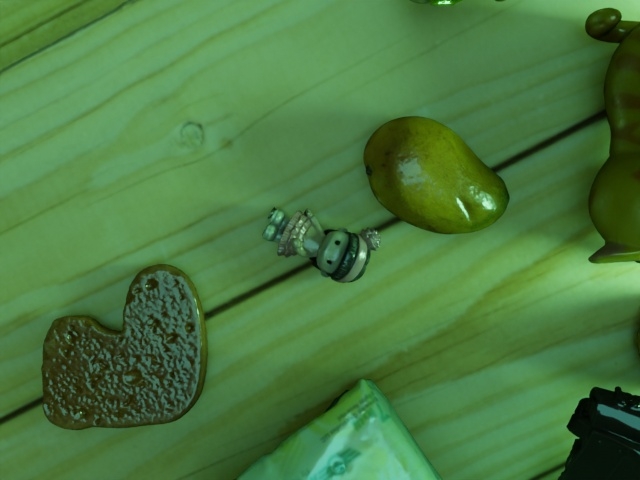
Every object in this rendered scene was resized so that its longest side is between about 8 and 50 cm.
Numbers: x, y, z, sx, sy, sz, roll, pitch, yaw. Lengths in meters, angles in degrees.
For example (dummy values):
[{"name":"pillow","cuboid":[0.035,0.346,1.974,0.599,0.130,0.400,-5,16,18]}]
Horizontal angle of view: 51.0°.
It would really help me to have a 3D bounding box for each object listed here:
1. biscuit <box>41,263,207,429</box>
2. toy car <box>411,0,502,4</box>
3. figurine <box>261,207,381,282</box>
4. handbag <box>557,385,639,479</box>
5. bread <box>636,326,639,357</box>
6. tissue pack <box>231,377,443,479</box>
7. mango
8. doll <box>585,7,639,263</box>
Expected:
[{"name":"biscuit","cuboid":[-0.227,0.122,0.776,0.192,0.036,0.186,-4,93,0]},{"name":"toy car","cuboid":[0.175,-0.367,0.671,0.198,0.204,0.248,-8,94,-22]},{"name":"figurine","cuboid":[0.000,0.000,0.762,0.129,0.054,0.072,23,81,4]},{"name":"handbag","cuboid":[0.363,0.309,0.750,0.257,0.113,0.285,21,116,6]},{"name":"bread","cuboid":[0.454,0.120,0.657,0.166,0.294,0.132,18,91,-2]},{"name":"tissue pack","cuboid":[0.053,0.384,0.705,0.287,0.162,0.388,-37,78,2]},{"name":"mango","cuboid":[0.121,-0.065,0.738,0.165,0.089,0.115,44,84,-8]},{"name":"doll","cuboid":[0.369,-0.105,0.700,0.166,0.162,0.270,4,91,-32]}]
